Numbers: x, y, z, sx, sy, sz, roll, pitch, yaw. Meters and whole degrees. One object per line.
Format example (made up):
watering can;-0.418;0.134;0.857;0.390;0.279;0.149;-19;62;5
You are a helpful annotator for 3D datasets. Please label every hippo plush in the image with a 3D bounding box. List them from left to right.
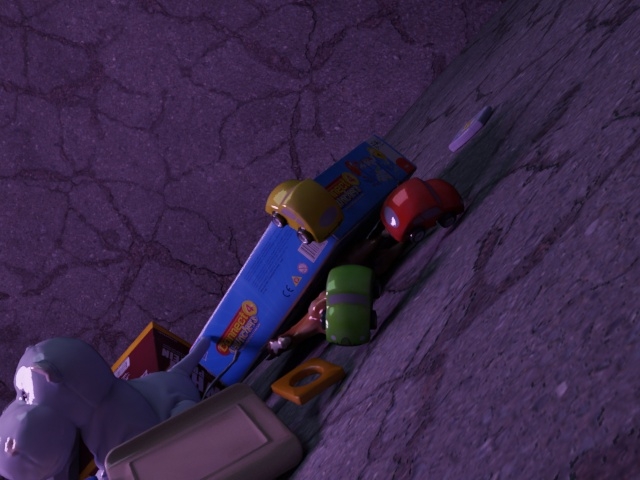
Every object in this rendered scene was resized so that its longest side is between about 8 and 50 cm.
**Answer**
hippo plush;-0.249;0.216;1.112;0.234;0.236;0.294;8;68;61

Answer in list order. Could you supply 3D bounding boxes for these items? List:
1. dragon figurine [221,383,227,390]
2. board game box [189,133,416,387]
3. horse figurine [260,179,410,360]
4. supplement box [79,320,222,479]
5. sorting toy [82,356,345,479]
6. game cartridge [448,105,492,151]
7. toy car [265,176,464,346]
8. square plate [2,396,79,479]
dragon figurine;-0.244;0.304;1.654;0.144;0.085;0.289;-52;7;-33
board game box;-0.021;0.025;1.355;0.308;0.086;0.302;-55;-7;32
horse figurine;0.045;0.046;1.200;0.263;0.066;0.174;-54;8;-30
supplement box;-0.251;0.265;1.405;0.191;0.129;0.194;-48;27;11
sorting toy;-0.119;0.229;0.957;0.347;0.047;0.196;-27;18;-14
game cartridge;0.238;-0.177;1.506;0.083;0.017;0.056;-44;11;49
toy car;0.041;0.012;1.066;0.053;0.238;0.225;78;-164;-53
square plate;-0.385;0.377;1.409;0.049;0.344;0.347;-7;4;-3
